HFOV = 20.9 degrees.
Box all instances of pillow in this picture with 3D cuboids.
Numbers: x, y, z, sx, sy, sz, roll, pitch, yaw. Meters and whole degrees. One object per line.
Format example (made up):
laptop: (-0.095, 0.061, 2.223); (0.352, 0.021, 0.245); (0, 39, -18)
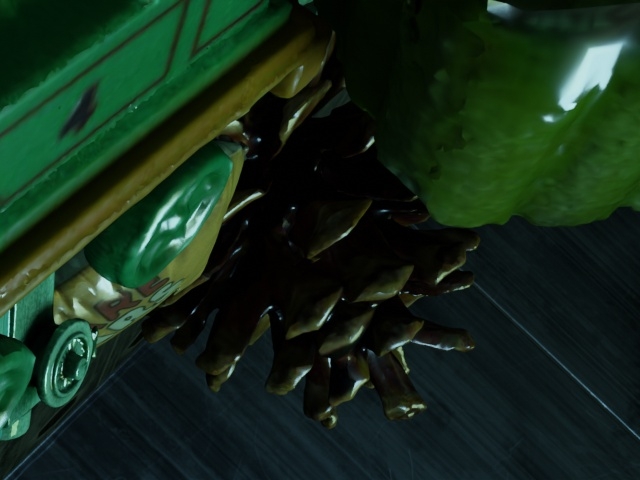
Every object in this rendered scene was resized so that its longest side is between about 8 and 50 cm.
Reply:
pillow: (-0.188, 0.023, 1.266); (0.310, 0.119, 0.312); (-30, -175, 3)

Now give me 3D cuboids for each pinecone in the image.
pinecone: (0.000, 0.000, 1.590); (0.384, 0.384, 0.384); (-46, 177, -4)

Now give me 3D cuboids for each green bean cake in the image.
green bean cake: (0.153, -0.193, 0.816); (0.319, 0.335, 0.218); (-10, 156, -17)

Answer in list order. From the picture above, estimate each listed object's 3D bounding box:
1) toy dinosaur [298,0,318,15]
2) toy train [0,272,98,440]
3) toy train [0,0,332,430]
toy dinosaur: (-0.028, -0.195, 1.282); (0.120, 0.079, 0.292); (-57, 177, 38)
toy train: (-0.203, 0.025, 1.009); (0.159, 0.101, 0.248); (-41, 144, -54)
toy train: (-0.142, -0.066, 0.695); (0.429, 0.178, 0.249); (-44, 166, -40)
